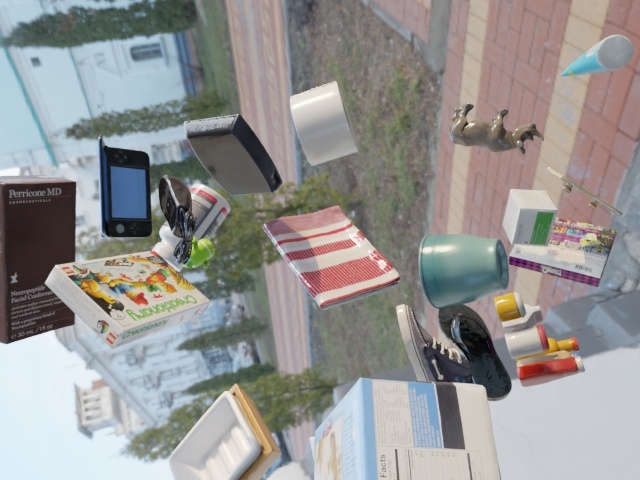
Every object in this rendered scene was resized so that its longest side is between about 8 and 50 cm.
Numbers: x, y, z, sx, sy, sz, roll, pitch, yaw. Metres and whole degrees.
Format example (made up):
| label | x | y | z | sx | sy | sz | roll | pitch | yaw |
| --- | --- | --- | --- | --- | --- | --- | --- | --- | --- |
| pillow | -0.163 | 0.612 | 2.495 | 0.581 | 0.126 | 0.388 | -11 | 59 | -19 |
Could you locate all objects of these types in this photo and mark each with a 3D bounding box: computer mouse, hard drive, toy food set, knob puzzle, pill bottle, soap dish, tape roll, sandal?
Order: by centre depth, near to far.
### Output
| label | x | y | z | sx | sy | sz | roll | pitch | yaw |
| --- | --- | --- | --- | --- | --- | --- | --- | --- | --- |
| toy food set | 0.352 | 0.159 | 0.875 | 0.232 | 0.105 | 0.111 | 55 | -155 | -45 |
| hard drive | -0.215 | -0.201 | 1.380 | 0.254 | 0.172 | 0.054 | 58 | -143 | -51 |
| knob puzzle | 0.640 | -0.122 | 1.388 | 0.030 | 0.213 | 0.213 | -58 | 30 | 18 |
| soap dish | -0.247 | 0.560 | 1.439 | 0.118 | 0.291 | 0.229 | 33 | -170 | -45 |
| computer mouse | -0.396 | -0.080 | 1.586 | 0.272 | 0.072 | 0.188 | 60 | 141 | 36 |
| tape roll | 0.014 | -0.392 | 1.883 | 0.246 | 0.169 | 0.246 | -17 | -90 | -81 |
| sandal | 0.589 | 0.386 | 2.102 | 0.107 | 0.168 | 0.445 | 83 | 167 | -47 |
| pill bottle | -0.501 | -0.046 | 2.132 | 0.176 | 0.318 | 0.176 | 29 | 161 | 11 |

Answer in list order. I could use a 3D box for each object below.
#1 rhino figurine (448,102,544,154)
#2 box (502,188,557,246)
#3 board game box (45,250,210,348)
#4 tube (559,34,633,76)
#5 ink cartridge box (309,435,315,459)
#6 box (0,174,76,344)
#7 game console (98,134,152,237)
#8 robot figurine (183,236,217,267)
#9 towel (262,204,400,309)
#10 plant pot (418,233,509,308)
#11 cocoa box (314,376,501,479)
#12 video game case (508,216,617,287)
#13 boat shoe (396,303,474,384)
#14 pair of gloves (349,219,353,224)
| label | x | y | z | sx | sy | sz | roll | pitch | yaw |
| --- | --- | --- | --- | --- | --- | --- | --- | --- | --- |
| rhino figurine | 0.444 | -0.277 | 1.419 | 0.106 | 0.243 | 0.073 | -69 | -23 | -12 |
| box | 0.488 | -0.054 | 1.301 | 0.102 | 0.087 | 0.101 | -81 | -6 | -59 |
| board game box | -0.387 | 0.112 | 1.164 | 0.193 | 0.053 | 0.305 | 39 | -164 | 12 |
| tube | 0.469 | -0.310 | 0.948 | 0.052 | 0.080 | 0.207 | 65 | -165 | -7 |
| ink cartridge box | 0.158 | 0.534 | 1.440 | 0.226 | 0.306 | 0.131 | -39 | 61 | 60 |
| box | -0.713 | 0.037 | 1.350 | 0.191 | 0.143 | 0.381 | -15 | -68 | -59 |
| game console | -0.604 | -0.156 | 1.729 | 0.173 | 0.250 | 0.293 | -4 | 88 | 42 |
| robot figurine | -0.380 | 0.039 | 1.732 | 0.067 | 0.115 | 0.101 | 4 | 125 | 57 |
| towel | 0.024 | 0.030 | 1.432 | 0.329 | 0.237 | 0.037 | 51 | 145 | 40 |
| plant pot | 0.515 | 0.095 | 1.957 | 0.272 | 0.255 | 0.271 | 23 | -118 | -55 |
| cocoa box | 0.131 | 0.412 | 0.988 | 0.347 | 0.228 | 0.231 | 113 | 161 | -54 |
| video game case | 0.660 | 0.018 | 1.513 | 0.232 | 0.210 | 0.041 | 15 | 136 | 29 |
| boat shoe | 0.345 | 0.334 | 1.644 | 0.127 | 0.158 | 0.340 | -28 | -81 | -80 |
| pair of gloves | 0.000 | 0.000 | 1.833 | 0.042 | 0.240 | 0.204 | 61 | 168 | -2 |
